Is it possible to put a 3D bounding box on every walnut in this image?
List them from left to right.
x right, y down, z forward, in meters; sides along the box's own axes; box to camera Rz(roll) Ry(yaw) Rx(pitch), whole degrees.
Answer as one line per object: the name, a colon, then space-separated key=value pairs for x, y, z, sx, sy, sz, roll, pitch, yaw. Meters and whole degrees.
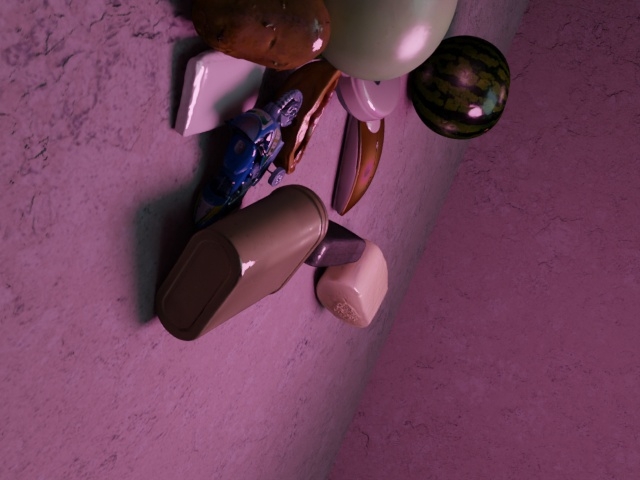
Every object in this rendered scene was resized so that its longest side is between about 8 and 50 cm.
walnut: x=-0.042 y=-0.223 z=1.036 sx=0.211 sy=0.087 sz=0.167 roll=-62 pitch=178 yaw=23

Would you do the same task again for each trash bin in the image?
trash bin: x=-0.128 y=0.034 z=0.994 sx=0.243 sy=0.121 sz=0.247 roll=-51 pitch=169 yaw=35

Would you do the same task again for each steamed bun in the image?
steamed bun: x=0.090 y=0.114 z=1.687 sx=0.200 sy=0.155 sz=0.250 roll=-60 pitch=154 yaw=-29

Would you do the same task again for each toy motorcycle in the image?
toy motorcycle: x=-0.116 y=-0.125 z=0.932 sx=0.254 sy=0.092 sz=0.136 roll=-55 pitch=168 yaw=23

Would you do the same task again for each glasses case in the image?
glasses case: x=0.000 y=0.000 z=1.348 sx=0.074 sy=0.131 sz=0.323 roll=-61 pitch=162 yaw=10

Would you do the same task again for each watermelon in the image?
watermelon: x=0.397 y=-0.431 z=1.712 sx=0.285 sy=0.285 sz=0.285 roll=-53 pitch=157 yaw=-35

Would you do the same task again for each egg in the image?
egg: x=0.083 y=-0.359 z=0.846 sx=0.220 sy=0.221 sz=0.269 roll=-46 pitch=148 yaw=-47

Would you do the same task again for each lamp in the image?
lamp: x=0.075 y=-0.340 z=1.199 sx=0.246 sy=0.108 sz=0.179 roll=46 pitch=49 yaw=-51

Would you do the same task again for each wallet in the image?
wallet: x=-0.141 y=-0.221 z=0.870 sx=0.183 sy=0.032 sz=0.124 roll=-41 pitch=154 yaw=-56

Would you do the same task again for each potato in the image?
potato: x=-0.075 y=-0.290 z=0.775 sx=0.137 sy=0.176 sz=0.137 roll=-43 pitch=-140 yaw=51

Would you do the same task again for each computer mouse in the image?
computer mouse: x=0.101 y=-0.203 z=1.490 sx=0.158 sy=0.072 sz=0.310 roll=-44 pitch=150 yaw=-53

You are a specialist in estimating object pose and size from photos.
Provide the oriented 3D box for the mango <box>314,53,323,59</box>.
mango: x=-0.028 y=-0.364 z=0.957 sx=0.091 sy=0.074 sz=0.165 roll=-48 pitch=141 yaw=-30
